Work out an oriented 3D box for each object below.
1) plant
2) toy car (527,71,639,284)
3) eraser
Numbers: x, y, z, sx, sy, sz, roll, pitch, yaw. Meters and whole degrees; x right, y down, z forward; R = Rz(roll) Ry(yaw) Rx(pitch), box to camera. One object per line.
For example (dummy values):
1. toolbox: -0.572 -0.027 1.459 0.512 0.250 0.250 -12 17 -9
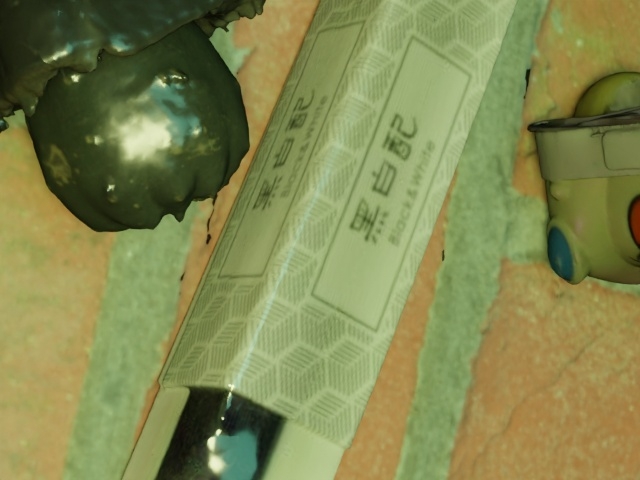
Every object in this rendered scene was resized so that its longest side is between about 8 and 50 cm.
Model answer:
1. plant: -0.127 -0.129 1.013 0.164 0.142 0.256 -29 98 -32
2. toy car: 0.341 -0.026 1.251 0.336 0.242 0.226 -17 99 -34
3. eraser: 0.000 0.000 1.111 0.098 0.096 0.403 31 70 -28
